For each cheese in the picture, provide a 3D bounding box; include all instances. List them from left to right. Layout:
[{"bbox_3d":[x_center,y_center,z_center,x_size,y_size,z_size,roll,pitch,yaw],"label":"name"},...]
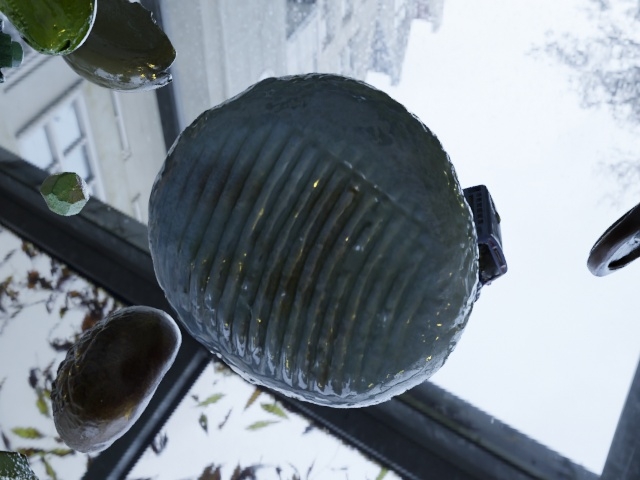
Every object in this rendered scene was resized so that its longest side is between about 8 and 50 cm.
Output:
[{"bbox_3d":[-0.331,-0.321,1.356,0.202,0.091,0.175,40,-127,10],"label":"cheese"}]

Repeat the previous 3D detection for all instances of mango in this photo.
[{"bbox_3d":[-0.227,-0.213,0.624,0.074,0.165,0.091,-20,179,44],"label":"mango"}]

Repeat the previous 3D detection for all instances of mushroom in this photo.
[{"bbox_3d":[-0.329,0.214,1.311,0.153,0.253,0.253,36,-142,-17],"label":"mushroom"}]

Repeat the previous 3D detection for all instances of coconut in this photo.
[{"bbox_3d":[-0.466,-0.086,1.513,0.081,0.082,0.083,-7,-165,45],"label":"coconut"}]

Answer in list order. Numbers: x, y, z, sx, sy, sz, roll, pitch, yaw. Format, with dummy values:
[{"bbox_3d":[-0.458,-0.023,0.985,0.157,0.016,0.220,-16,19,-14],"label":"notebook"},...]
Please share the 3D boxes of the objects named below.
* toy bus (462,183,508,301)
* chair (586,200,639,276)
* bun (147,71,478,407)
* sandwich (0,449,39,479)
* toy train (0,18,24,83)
[{"bbox_3d":[0.313,0.006,1.723,0.133,0.125,0.292,-20,-151,20],"label":"toy bus"},{"bbox_3d":[0.554,0.064,1.191,0.226,0.226,0.401,-24,-115,-24],"label":"chair"},{"bbox_3d":[0.000,0.000,0.880,0.361,0.362,0.211,13,-166,17],"label":"bun"},{"bbox_3d":[-0.434,0.320,1.038,0.096,0.258,0.094,-38,-107,-6],"label":"sandwich"},{"bbox_3d":[-0.591,-0.281,1.210,0.177,0.116,0.285,3,-174,40],"label":"toy train"}]
